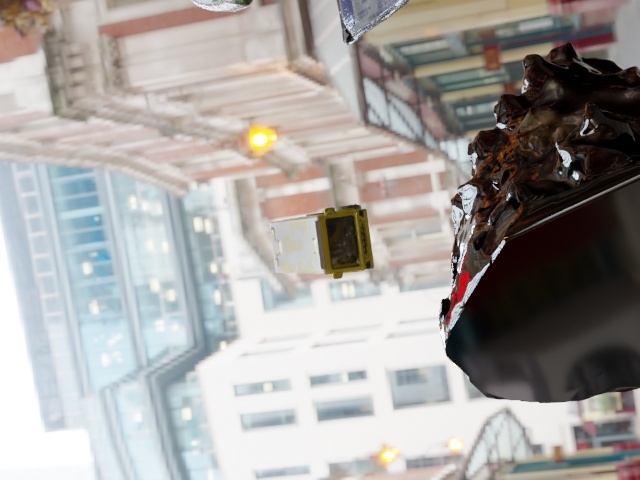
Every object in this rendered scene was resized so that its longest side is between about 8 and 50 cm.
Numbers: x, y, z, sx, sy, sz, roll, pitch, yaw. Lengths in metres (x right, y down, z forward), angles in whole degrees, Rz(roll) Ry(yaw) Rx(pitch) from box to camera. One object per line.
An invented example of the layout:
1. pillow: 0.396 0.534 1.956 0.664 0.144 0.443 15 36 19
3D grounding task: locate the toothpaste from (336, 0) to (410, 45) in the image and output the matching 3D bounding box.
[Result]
1. toothpaste: 0.112 -0.390 1.642 0.068 0.282 0.099 30 -122 -24

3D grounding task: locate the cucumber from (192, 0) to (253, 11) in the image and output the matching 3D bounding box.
1. cucumber: -0.106 -0.260 1.187 0.036 0.033 0.184 58 165 -23

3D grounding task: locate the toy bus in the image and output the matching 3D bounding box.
1. toy bus: 0.000 0.000 1.335 0.226 0.074 0.081 -178 82 -73

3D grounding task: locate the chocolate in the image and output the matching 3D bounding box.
1. chocolate: 0.154 -0.029 0.650 0.224 0.206 0.177 44 -153 -47
